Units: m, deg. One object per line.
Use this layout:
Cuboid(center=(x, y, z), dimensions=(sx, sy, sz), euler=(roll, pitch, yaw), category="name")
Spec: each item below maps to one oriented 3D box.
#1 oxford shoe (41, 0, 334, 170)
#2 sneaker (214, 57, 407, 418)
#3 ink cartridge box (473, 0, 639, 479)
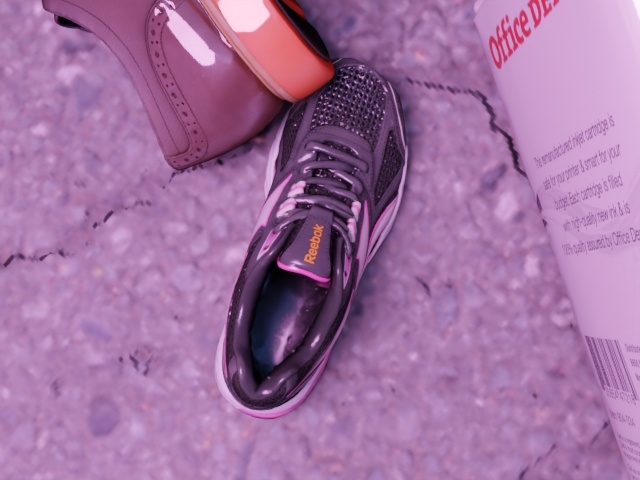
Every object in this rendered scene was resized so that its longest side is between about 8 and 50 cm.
Cuboid(center=(-0.110, -0.157, 0.488), dimensions=(0.098, 0.097, 0.271), euler=(-38, 80, 13), category="oxford shoe")
Cuboid(center=(0.000, 0.000, 0.487), dimensions=(0.072, 0.077, 0.178), euler=(14, 85, -2), category="sneaker")
Cuboid(center=(0.172, -0.010, 0.432), dimensions=(0.114, 0.198, 0.273), euler=(-18, 87, -3), category="ink cartridge box")
